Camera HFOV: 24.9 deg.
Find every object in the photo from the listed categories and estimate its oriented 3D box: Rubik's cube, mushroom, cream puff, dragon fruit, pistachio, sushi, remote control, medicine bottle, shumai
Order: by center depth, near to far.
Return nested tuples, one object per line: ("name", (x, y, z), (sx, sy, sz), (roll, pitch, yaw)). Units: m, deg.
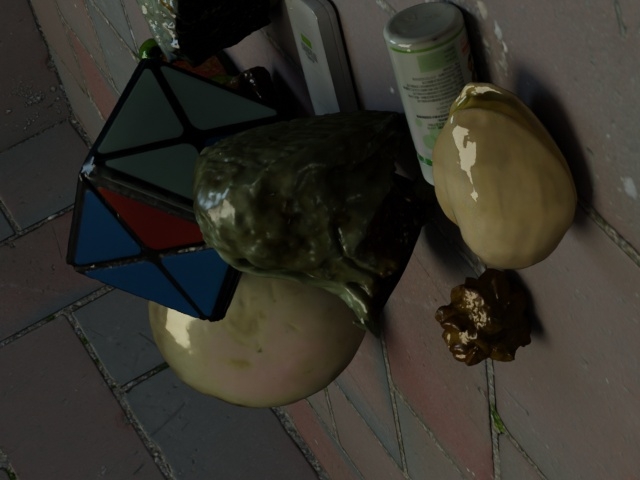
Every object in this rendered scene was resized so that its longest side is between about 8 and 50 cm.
("pistachio", (0.187, -0.065, 1.438), (0.145, 0.117, 0.200), (5, 124, 27))
("medicine bottle", (0.127, -0.152, 1.520), (0.086, 0.086, 0.183), (43, 158, 52))
("cream puff", (0.200, 0.096, 1.727), (0.116, 0.122, 0.094), (24, -177, -13))
("shumai", (0.000, 0.000, 1.797), (0.292, 0.330, 0.288), (-4, 106, 29))
("remote control", (0.007, -0.226, 1.922), (0.103, 0.034, 0.250), (48, 161, 45))
("sushi", (-0.165, -0.372, 1.971), (0.211, 0.171, 0.350), (61, 166, 10))
("Rubik's cube", (-0.195, -0.070, 2.050), (0.246, 0.250, 0.248), (22, 140, -1))
("sushi", (-0.132, -0.160, 2.256), (0.296, 0.167, 0.179), (-24, 98, 37))
("mushroom", (-0.107, 0.084, 2.373), (0.325, 0.353, 0.353), (35, -170, -46))
("dragon fruit", (-0.201, -0.223, 2.477), (0.295, 0.130, 0.268), (66, 166, -19))
